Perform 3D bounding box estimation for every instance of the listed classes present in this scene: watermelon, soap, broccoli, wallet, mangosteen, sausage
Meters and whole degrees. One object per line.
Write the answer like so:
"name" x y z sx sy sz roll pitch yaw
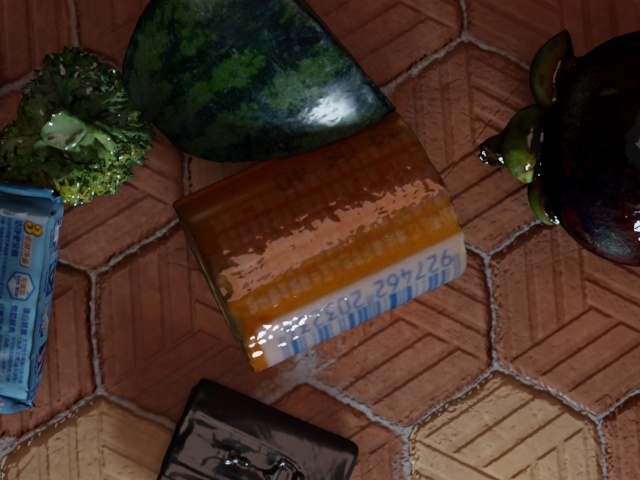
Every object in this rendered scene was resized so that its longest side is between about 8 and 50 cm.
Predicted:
"watermelon" -0.064 -0.204 1.493 0.283 0.292 0.250 -30 82 36
"soap" -0.398 0.063 1.502 0.156 0.077 0.293 11 100 -1
"broccoli" -0.305 -0.133 1.501 0.219 0.194 0.194 -31 88 -2
"wallet" -0.082 0.294 1.556 0.229 0.049 0.182 23 80 -5
"mangosteen" 0.385 -0.111 1.530 0.311 0.311 0.311 0 85 -5
"sausage" 0.000 0.000 1.497 0.287 0.233 0.233 -26 88 -6
